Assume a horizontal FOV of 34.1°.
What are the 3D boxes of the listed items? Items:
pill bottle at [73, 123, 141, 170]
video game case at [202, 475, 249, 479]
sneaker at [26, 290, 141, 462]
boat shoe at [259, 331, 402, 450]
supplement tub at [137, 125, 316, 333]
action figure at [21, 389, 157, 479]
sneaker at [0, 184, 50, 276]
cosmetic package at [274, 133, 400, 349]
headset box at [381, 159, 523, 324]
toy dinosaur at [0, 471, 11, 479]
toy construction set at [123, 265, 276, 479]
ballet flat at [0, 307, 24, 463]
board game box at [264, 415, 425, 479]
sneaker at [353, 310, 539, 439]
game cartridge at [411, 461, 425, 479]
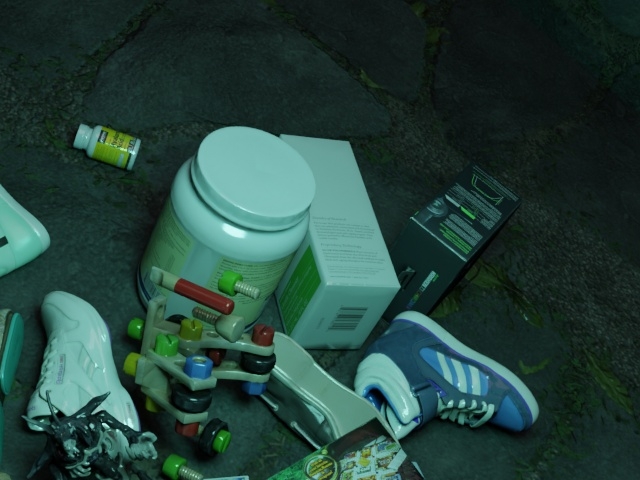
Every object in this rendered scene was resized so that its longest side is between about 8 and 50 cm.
[{"bbox_3d":[-0.404,-0.179,1.973,0.116,0.065,0.065,18,43,-12],"label":"pill bottle"},{"bbox_3d":[-0.166,0.396,1.556,0.122,0.011,0.087,-4,48,-3],"label":"video game case"},{"bbox_3d":[-0.382,0.203,1.578,0.152,0.114,0.305,-7,54,-35],"label":"sneaker"},{"bbox_3d":[0.005,0.292,1.741,0.335,0.095,0.112,44,47,8],"label":"boat shoe"},{"bbox_3d":[-0.158,-0.007,1.749,0.235,0.325,0.235,16,44,-16],"label":"supplement tub"},{"bbox_3d":[-0.288,0.321,1.439,0.276,0.141,0.164,44,79,-17],"label":"action figure"},{"bbox_3d":[-0.588,-0.037,1.713,0.256,0.094,0.151,37,45,10],"label":"sneaker"},{"bbox_3d":[0.000,0.000,1.928,0.155,0.197,0.365,3,47,-26],"label":"cosmetic package"},{"bbox_3d":[0.225,0.021,1.996,0.131,0.246,0.283,39,44,9],"label":"headset box"},{"bbox_3d":[-0.413,0.372,1.353,0.200,0.127,0.295,-23,85,-43],"label":"toy dinosaur"},{"bbox_3d":[-0.220,0.152,1.588,0.237,0.308,0.257,22,44,21],"label":"toy construction set"},{"bbox_3d":[-0.504,0.232,1.512,0.106,0.107,0.316,-1,42,-4],"label":"ballet flat"},{"bbox_3d":[0.019,0.378,1.565,0.260,0.030,0.136,-24,62,-26],"label":"board game box"},{"bbox_3d":[0.207,0.293,1.827,0.323,0.130,0.236,37,52,1],"label":"sneaker"},{"bbox_3d":[0.042,0.447,1.571,0.294,0.060,0.196,-15,60,-18],"label":"game cartridge"}]
